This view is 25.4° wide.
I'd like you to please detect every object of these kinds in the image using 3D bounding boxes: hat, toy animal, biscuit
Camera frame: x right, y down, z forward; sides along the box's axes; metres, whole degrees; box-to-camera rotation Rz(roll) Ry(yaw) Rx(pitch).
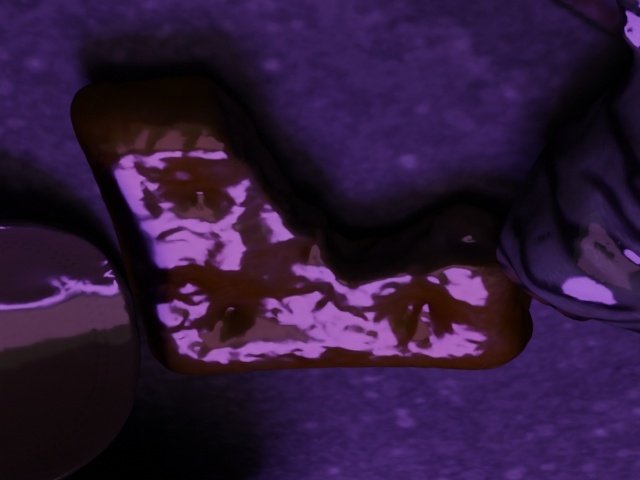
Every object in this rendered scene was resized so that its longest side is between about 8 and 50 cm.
[{"bbox_3d":[-0.185,0.048,0.653,0.173,0.144,0.166,-22,115,-26],"label":"hat"},{"bbox_3d":[0.159,-0.040,0.499,0.170,0.090,0.255,8,138,2],"label":"toy animal"},{"bbox_3d":[0.000,0.000,0.593,0.183,0.039,0.174,0,138,4],"label":"biscuit"}]

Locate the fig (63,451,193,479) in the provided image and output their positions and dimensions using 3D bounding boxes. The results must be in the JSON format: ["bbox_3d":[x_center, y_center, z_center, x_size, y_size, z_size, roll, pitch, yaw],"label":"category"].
[{"bbox_3d":[-0.139,0.197,0.713,0.235,0.214,0.235,8,167,2],"label":"fig"}]
